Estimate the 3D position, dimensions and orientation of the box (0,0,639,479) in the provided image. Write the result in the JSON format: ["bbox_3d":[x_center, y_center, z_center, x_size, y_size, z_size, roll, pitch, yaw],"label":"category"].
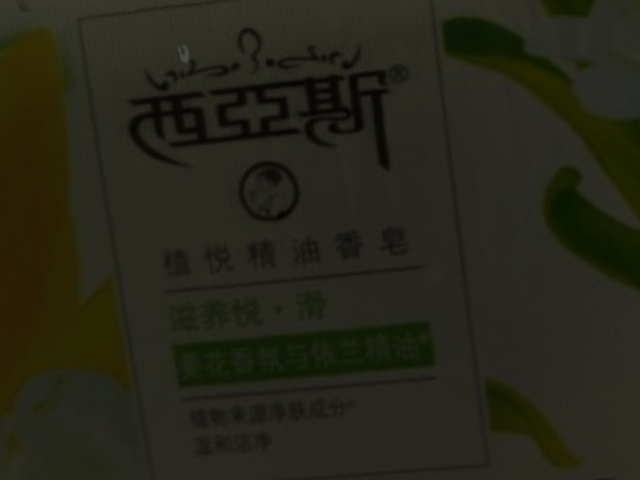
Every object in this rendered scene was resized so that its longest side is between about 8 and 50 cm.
[{"bbox_3d":[0.000,0.000,0.535,0.260,0.195,0.111,-6,12,12],"label":"box"}]
